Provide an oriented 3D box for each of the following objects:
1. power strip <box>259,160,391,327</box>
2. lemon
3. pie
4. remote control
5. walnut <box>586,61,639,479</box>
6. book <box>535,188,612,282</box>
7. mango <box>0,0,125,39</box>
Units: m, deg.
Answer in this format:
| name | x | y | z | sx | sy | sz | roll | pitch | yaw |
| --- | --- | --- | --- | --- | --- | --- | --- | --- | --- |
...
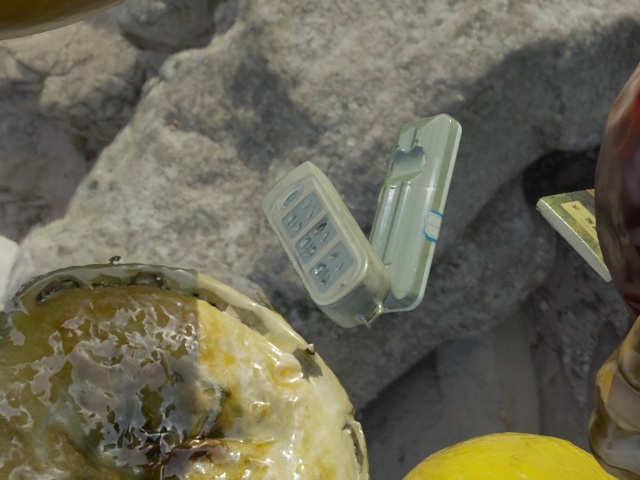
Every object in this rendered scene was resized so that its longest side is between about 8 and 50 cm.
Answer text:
| name | x | y | z | sx | sy | sz | roll | pitch | yaw |
| --- | --- | --- | --- | --- | --- | --- | --- | --- | --- |
| power strip | 0.002 | 0.002 | 0.953 | 0.080 | 0.048 | 0.286 | -45 | 31 | 9 |
| lemon | 0.183 | 0.318 | 0.881 | 0.285 | 0.316 | 0.285 | 1 | 96 | 10 |
| pie | -0.093 | 0.128 | 0.537 | 0.055 | 0.274 | 0.274 | 123 | 140 | -47 |
| remote control | 0.134 | -0.048 | 1.470 | 0.128 | 0.065 | 0.335 | -12 | 55 | 49 |
| walnut | 0.217 | 0.019 | 0.407 | 0.222 | 0.269 | 0.244 | 33 | 80 | 28 |
| book | 0.430 | -0.014 | 1.337 | 0.160 | 0.228 | 0.024 | 53 | 132 | 31 |
| mango | -0.159 | -0.237 | 0.494 | 0.300 | 0.232 | 0.445 | -20 | 33 | 0 |
